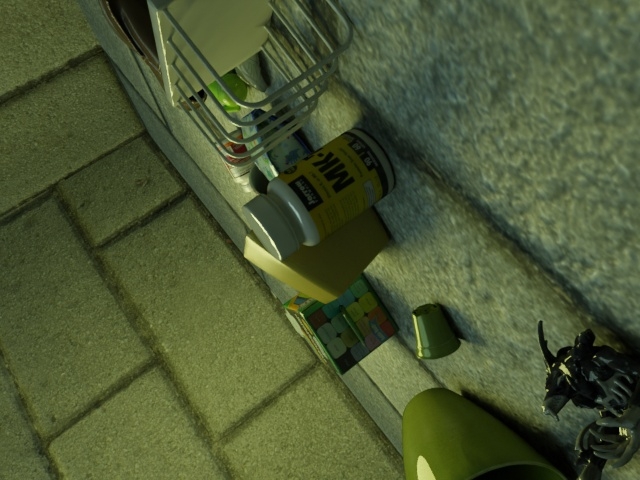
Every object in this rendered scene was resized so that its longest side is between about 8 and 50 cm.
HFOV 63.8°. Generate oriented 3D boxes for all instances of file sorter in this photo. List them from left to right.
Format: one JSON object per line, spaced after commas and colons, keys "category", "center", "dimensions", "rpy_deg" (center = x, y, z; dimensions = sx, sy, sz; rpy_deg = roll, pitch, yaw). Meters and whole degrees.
{"category": "file sorter", "center": [-0.097, -0.241, 0.723], "dimensions": [0.173, 0.193, 0.277], "rpy_deg": [52, 166, -2]}

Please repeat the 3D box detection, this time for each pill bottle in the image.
{"category": "pill bottle", "center": [-0.210, -0.208, 1.357], "dimensions": [0.152, 0.086, 0.086], "rpy_deg": [61, 164, -22]}
{"category": "pill bottle", "center": [-0.004, -0.066, 0.770], "dimensions": [0.119, 0.208, 0.119], "rpy_deg": [49, 165, 19]}

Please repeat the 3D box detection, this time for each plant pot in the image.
{"category": "plant pot", "center": [0.000, 0.000, 0.955], "dimensions": [0.187, 0.212, 0.212], "rpy_deg": [43, 165, 0]}
{"category": "plant pot", "center": [0.199, 0.157, 0.915], "dimensions": [0.083, 0.083, 0.079], "rpy_deg": [9, 119, 70]}
{"category": "plant pot", "center": [0.269, 0.427, 0.982], "dimensions": [0.275, 0.275, 0.293], "rpy_deg": [61, 180, -23]}

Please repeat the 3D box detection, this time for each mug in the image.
{"category": "mug", "center": [-0.084, -0.095, 1.168], "dimensions": [0.150, 0.113, 0.169], "rpy_deg": [52, 169, 18]}

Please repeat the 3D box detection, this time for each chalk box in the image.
{"category": "chalk box", "center": [0.051, 0.190, 1.242], "dimensions": [0.180, 0.179, 0.289], "rpy_deg": [58, 164, -7]}

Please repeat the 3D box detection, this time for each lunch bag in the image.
{"category": "lunch bag", "center": [-0.094, -0.189, 1.013], "dimensions": [0.151, 0.096, 0.129], "rpy_deg": [49, 168, -17]}

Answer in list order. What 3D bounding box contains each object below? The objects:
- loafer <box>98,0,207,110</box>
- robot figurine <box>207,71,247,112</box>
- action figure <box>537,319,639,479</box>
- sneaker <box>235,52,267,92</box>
{"category": "loafer", "center": [-0.381, -0.480, 1.247], "dimensions": [0.130, 0.134, 0.366], "rpy_deg": [27, 159, 53]}
{"category": "robot figurine", "center": [-0.198, -0.324, 1.094], "dimensions": [0.115, 0.067, 0.101], "rpy_deg": [39, 146, 46]}
{"category": "action figure", "center": [0.309, 0.192, 0.503], "dimensions": [0.275, 0.141, 0.164], "rpy_deg": [34, 157, 46]}
{"category": "sneaker", "center": [-0.130, -0.323, 0.923], "dimensions": [0.053, 0.061, 0.152], "rpy_deg": [37, 178, 31]}
